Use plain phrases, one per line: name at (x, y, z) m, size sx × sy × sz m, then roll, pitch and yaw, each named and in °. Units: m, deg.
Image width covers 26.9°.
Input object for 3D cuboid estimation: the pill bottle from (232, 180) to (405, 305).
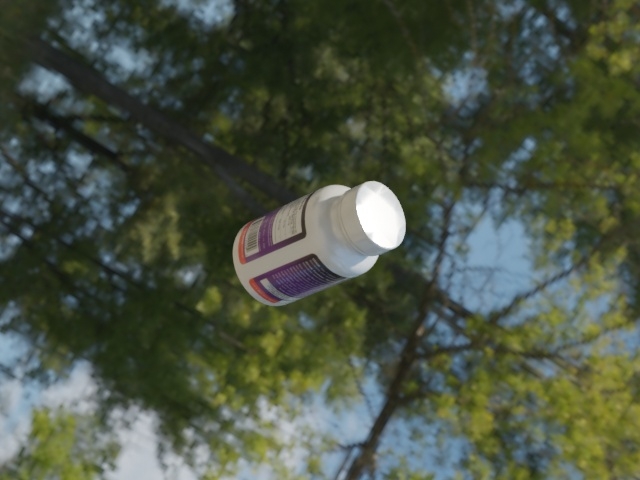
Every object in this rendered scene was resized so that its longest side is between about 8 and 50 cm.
pill bottle at (0.000, 0.000, 1.520) m, size 0.193 × 0.108 × 0.108 m, roll -23°, pitch -141°, yaw 42°
